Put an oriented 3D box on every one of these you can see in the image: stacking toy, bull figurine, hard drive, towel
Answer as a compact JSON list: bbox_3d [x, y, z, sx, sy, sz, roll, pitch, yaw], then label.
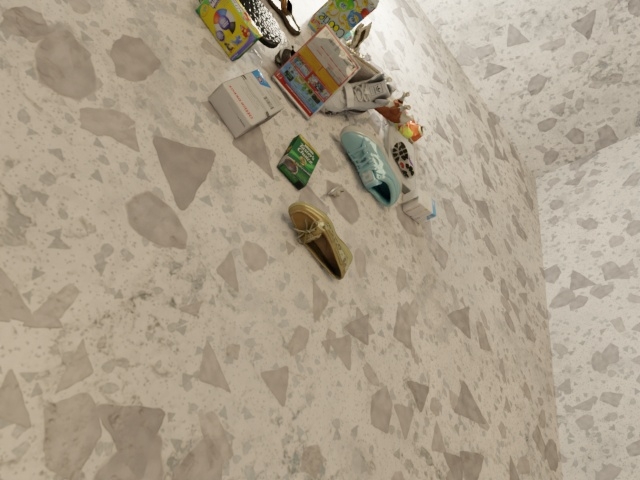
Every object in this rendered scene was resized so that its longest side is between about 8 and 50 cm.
[{"bbox_3d":[0.147,-0.937,2.207,0.167,0.052,0.221,-19,83,-52],"label":"stacking toy"},{"bbox_3d":[0.305,-0.616,2.091,0.310,0.188,0.101,28,71,-15],"label":"bull figurine"},{"bbox_3d":[0.364,-0.365,2.141,0.203,0.040,0.308,34,47,-33],"label":"hard drive"},{"bbox_3d":[0.095,-0.693,1.892,0.282,0.187,0.049,14,75,-45],"label":"towel"}]

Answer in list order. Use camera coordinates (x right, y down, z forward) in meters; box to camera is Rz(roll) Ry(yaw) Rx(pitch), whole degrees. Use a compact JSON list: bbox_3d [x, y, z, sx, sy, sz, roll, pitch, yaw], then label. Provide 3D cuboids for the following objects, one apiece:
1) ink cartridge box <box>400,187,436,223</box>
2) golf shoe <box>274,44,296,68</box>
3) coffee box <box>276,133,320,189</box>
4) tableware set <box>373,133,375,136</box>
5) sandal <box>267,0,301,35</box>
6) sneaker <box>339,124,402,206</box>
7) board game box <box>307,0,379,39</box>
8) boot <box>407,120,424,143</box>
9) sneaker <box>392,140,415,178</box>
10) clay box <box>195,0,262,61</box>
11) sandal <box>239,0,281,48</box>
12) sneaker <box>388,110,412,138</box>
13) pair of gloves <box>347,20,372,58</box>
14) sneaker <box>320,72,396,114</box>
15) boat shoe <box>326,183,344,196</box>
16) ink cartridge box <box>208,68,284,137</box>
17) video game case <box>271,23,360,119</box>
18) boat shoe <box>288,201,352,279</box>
[{"bbox_3d":[0.427,-0.156,2.052,0.143,0.092,0.090,32,47,-35],"label":"ink cartridge box"},{"bbox_3d":[-0.076,-0.634,1.742,0.198,0.093,0.077,38,43,-31],"label":"golf shoe"},{"bbox_3d":[-0.071,-0.267,1.578,0.113,0.040,0.184,46,41,-22],"label":"coffee box"},{"bbox_3d":[0.229,-0.364,1.984,0.128,0.039,0.194,39,44,-28],"label":"tableware set"},{"bbox_3d":[-0.139,-0.921,1.857,0.219,0.060,0.090,56,38,-11],"label":"sandal"},{"bbox_3d":[0.200,-0.283,1.828,0.366,0.135,0.150,45,38,-21],"label":"sneaker"},{"bbox_3d":[0.101,-0.980,1.993,0.142,0.275,0.144,41,43,-24],"label":"board game box"},{"bbox_3d":[0.481,-0.567,2.359,0.059,0.084,0.158,25,51,-37],"label":"boot"},{"bbox_3d":[0.370,-0.354,2.073,0.170,0.068,0.071,69,22,-7],"label":"sneaker"},{"bbox_3d":[-0.300,-0.706,1.492,0.222,0.127,0.053,52,39,-13],"label":"clay box"},{"bbox_3d":[-0.303,-0.808,1.587,0.446,0.107,0.167,47,40,-1],"label":"sandal"},{"bbox_3d":[0.390,-0.576,2.248,0.208,0.094,0.082,42,41,-28],"label":"sneaker"},{"bbox_3d":[0.159,-0.815,2.027,0.042,0.240,0.204,28,38,12],"label":"pair of gloves"},{"bbox_3d":[0.145,-0.588,1.861,0.365,0.210,0.138,-16,95,-53],"label":"sneaker"},{"bbox_3d":[0.057,-0.173,1.681,0.035,0.035,0.100,58,31,-3],"label":"boat shoe"},{"bbox_3d":[-0.227,-0.426,1.451,0.148,0.086,0.203,55,39,-10],"label":"ink cartridge box"},{"bbox_3d":[-0.012,-0.615,1.712,0.285,0.025,0.204,-47,112,-7],"label":"video game case"},{"bbox_3d":[0.000,0.000,1.456,0.285,0.104,0.089,47,38,-22],"label":"boat shoe"}]
